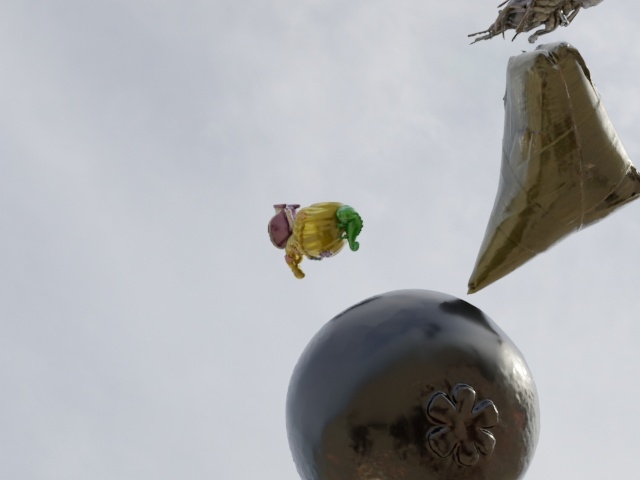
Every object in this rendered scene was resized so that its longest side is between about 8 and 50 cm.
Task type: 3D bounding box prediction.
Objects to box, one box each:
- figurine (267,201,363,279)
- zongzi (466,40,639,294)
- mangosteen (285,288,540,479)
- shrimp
[{"bbox_3d":[0.000,0.000,1.173,0.156,0.094,0.115,-2,-82,38],"label":"figurine"},{"bbox_3d":[0.277,-0.101,1.155,0.300,0.145,0.274,-33,-71,0],"label":"zongzi"},{"bbox_3d":[0.100,0.192,0.952,0.296,0.313,0.297,-4,-69,-9],"label":"mangosteen"},{"bbox_3d":[0.212,-0.224,0.787,0.056,0.065,0.165,19,-35,-33],"label":"shrimp"}]
